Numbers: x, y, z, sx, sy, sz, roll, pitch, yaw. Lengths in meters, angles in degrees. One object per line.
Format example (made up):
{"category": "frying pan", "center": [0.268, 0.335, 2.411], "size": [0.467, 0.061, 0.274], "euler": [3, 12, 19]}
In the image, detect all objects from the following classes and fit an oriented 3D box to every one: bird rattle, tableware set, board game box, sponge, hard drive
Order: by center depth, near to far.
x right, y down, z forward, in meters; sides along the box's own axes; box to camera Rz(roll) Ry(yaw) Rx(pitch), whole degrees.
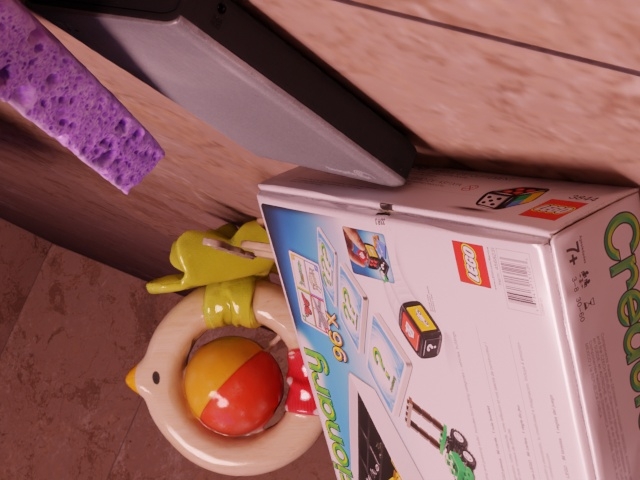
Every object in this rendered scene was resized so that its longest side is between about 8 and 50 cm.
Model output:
{"category": "sponge", "center": [-0.133, -0.085, 0.407], "size": [0.117, 0.031, 0.210], "euler": [40, 176, 14]}
{"category": "hard drive", "center": [-0.035, -0.063, 0.436], "size": [0.094, 0.022, 0.135], "euler": [16, 170, 43]}
{"category": "board game box", "center": [0.077, 0.116, 0.505], "size": [0.193, 0.053, 0.305], "euler": [13, 123, 55]}
{"category": "tableware set", "center": [0.000, 0.000, 0.729], "size": [0.128, 0.039, 0.194], "euler": [11, 178, 3]}
{"category": "bird rattle", "center": [-0.044, 0.102, 0.937], "size": [0.253, 0.207, 0.143], "euler": [42, -173, -3]}
